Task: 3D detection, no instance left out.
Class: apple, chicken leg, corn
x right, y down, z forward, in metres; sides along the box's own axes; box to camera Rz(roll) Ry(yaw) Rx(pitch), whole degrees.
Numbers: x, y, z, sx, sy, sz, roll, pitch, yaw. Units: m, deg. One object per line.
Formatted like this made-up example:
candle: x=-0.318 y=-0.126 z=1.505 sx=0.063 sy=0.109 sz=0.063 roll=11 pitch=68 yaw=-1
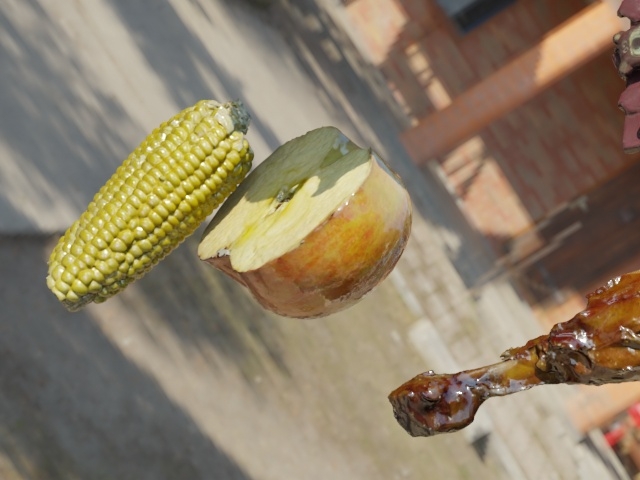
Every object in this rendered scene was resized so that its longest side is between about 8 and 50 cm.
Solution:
apple: x=0.000 y=0.000 z=1.955 sx=0.163 sy=0.251 sz=0.293 roll=47 pitch=-3 yaw=-22
chicken leg: x=0.204 y=0.104 z=1.357 sx=0.113 sy=0.304 sz=0.093 roll=19 pitch=48 yaw=-76
corn: x=-0.212 y=-0.048 z=1.994 sx=0.130 sy=0.347 sz=0.130 roll=43 pitch=-8 yaw=7

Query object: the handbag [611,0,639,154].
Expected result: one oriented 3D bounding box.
handbag: x=0.369 y=-0.183 z=1.423 sx=0.074 sy=0.216 sz=0.203 roll=30 pitch=59 yaw=-47
